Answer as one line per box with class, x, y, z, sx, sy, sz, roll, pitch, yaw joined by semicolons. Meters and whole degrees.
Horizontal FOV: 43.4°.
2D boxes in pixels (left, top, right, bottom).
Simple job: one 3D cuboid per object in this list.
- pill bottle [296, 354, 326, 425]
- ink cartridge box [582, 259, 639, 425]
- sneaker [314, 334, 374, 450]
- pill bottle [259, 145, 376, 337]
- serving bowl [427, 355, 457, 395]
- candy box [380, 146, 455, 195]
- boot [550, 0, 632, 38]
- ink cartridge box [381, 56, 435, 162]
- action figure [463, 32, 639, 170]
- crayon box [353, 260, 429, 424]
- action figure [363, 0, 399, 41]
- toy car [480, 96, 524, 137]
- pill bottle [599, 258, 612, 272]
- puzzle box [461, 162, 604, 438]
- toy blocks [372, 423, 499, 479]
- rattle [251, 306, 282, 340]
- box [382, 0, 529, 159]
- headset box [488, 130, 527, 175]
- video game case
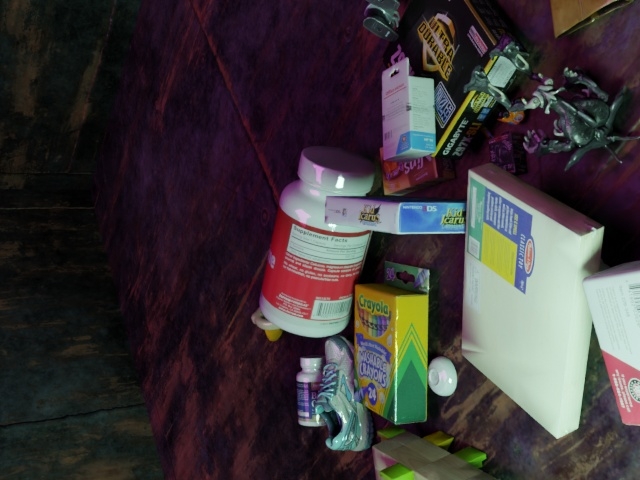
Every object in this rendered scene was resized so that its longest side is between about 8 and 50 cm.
pill bottle;-0.014;0.381;2.051;0.094;0.094;0.169;-5;88;59
ink cartridge box;0.530;0.124;1.065;0.306;0.131;0.226;-16;87;56
sneaker;0.044;0.365;1.926;0.110;0.122;0.283;-36;61;53
pill bottle;0.000;0.000;1.877;0.229;0.229;0.408;43;127;50
serving bowl;0.247;0.283;1.674;0.083;0.027;0.083;3;93;60
candy box;0.202;-0.165;1.701;0.186;0.053;0.109;-15;79;60
boot;0.393;-0.483;1.365;0.264;0.096;0.280;-13;88;51
ink cartridge box;0.169;-0.249;1.550;0.104;0.060;0.180;165;106;-63
action figure;0.382;-0.221;1.316;0.275;0.141;0.164;37;99;8
crayon box;0.151;0.214;1.757;0.203;0.083;0.323;-171;81;-67
action figure;0.147;-0.551;1.673;0.185;0.099;0.285;112;174;-54
toy car;0.344;-0.227;1.495;0.040;0.060;0.122;43;167;-7
pill bottle;0.416;0.044;1.329;0.137;0.078;0.078;42;127;50
puzzle box;0.346;0.101;1.365;0.272;0.052;0.409;44;145;50
toy blocks;0.237;0.558;1.598;0.381;0.190;0.261;13;114;59
rattle;-0.084;0.239;2.190;0.199;0.130;0.143;6;109;32
box;0.247;-0.356;1.561;0.257;0.079;0.322;117;145;-42
headset box;0.344;-0.159;1.483;0.062;0.032;0.083;-15;78;58
video game case;0.184;-0.052;1.527;0.244;0.269;0.061;8;97;58
